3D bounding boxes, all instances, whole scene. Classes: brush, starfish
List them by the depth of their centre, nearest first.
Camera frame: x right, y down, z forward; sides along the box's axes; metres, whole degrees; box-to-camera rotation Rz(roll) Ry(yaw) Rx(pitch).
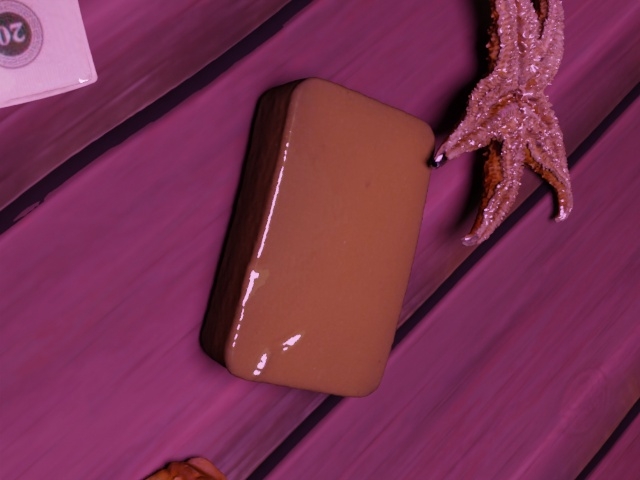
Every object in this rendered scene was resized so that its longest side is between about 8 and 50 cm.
[{"bbox_3d":[0.000,0.000,0.664,0.123,0.059,0.197,16,86,-32],"label":"brush"},{"bbox_3d":[0.147,-0.099,0.754,0.227,0.043,0.240,-54,130,-27],"label":"starfish"}]

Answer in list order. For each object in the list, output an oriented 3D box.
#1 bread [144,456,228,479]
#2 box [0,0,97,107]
[{"bbox_3d":[-0.075,0.267,0.604,0.143,0.139,0.228,-19,105,-23],"label":"bread"},{"bbox_3d":[-0.193,-0.185,0.443,0.069,0.164,0.256,-21,107,-33],"label":"box"}]
